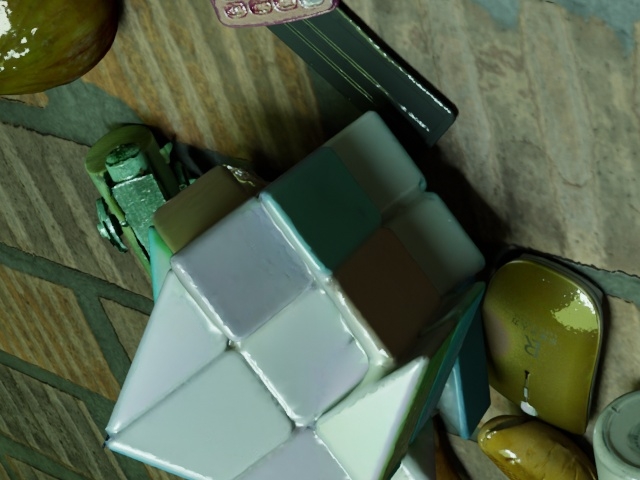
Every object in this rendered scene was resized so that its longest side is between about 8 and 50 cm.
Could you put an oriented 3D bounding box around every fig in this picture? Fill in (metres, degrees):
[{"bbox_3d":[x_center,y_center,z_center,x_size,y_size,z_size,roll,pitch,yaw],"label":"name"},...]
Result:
[{"bbox_3d":[-0.354,-0.220,1.405,0.190,0.290,0.190,57,168,19],"label":"fig"}]

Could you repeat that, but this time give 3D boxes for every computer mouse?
[{"bbox_3d":[0.219,0.113,1.358,0.126,0.056,0.245,29,149,24],"label":"computer mouse"}]

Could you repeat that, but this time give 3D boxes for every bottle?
[{"bbox_3d":[0.338,0.264,1.348,0.120,0.120,0.253,19,144,35],"label":"bottle"}]

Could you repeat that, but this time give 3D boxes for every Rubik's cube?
[{"bbox_3d":[-0.019,0.096,1.266,0.358,0.368,0.387,52,177,-4],"label":"Rubik's cube"}]

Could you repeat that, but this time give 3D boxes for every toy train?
[{"bbox_3d":[-0.164,-0.001,1.610,0.189,0.126,0.307,-100,-14,-57],"label":"toy train"}]

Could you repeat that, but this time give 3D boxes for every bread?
[{"bbox_3d":[0.244,0.244,1.468,0.189,0.077,0.114,48,175,-29],"label":"bread"}]

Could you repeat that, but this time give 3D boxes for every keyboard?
[{"bbox_3d":[-0.037,-0.217,1.265,0.381,0.041,0.103,37,149,-3],"label":"keyboard"}]

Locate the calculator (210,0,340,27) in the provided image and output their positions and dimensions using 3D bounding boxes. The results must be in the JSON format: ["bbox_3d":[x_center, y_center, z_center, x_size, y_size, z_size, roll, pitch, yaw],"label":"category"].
[{"bbox_3d":[-0.062,-0.275,1.177,0.126,0.034,0.190,-5,124,26],"label":"calculator"}]

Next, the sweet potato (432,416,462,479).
[{"bbox_3d":[0.068,0.208,1.604,0.112,0.112,0.359,-6,129,53],"label":"sweet potato"}]

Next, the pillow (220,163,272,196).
[{"bbox_3d":[0.000,0.000,1.478,0.248,0.049,0.135,29,148,15],"label":"pillow"}]
